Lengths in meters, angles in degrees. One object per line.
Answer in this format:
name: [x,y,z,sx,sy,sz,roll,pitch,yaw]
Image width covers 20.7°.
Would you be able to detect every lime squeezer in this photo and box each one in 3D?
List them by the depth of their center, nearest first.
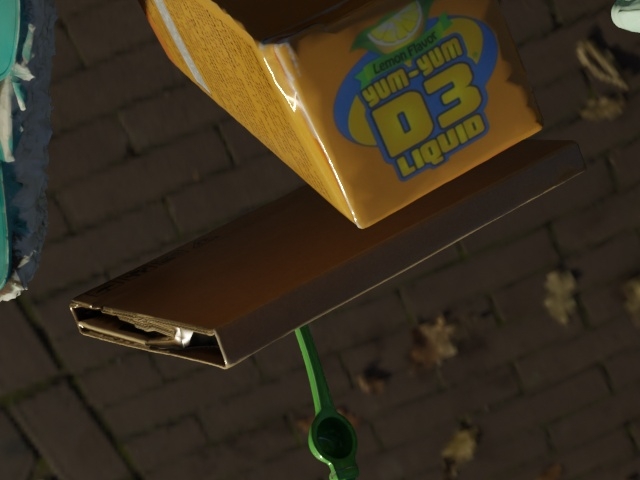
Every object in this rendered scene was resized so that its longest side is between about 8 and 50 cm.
lime squeezer: [0.002,0.224,1.805,0.058,0.110,0.310,-4,106,-21]

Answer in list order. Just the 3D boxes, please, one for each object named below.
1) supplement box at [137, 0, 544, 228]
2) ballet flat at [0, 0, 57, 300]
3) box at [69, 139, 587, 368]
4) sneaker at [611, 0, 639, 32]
supplement box: [-0.010,-0.084,0.638,0.078,0.233,0.080,-29,115,-8]
ballet flat: [-0.308,-0.143,1.643,0.147,0.147,0.409,1,108,-12]
box: [0.000,0.000,0.821,0.201,0.164,0.021,-27,105,-26]
sneaker: [0.283,-0.152,1.310,0.094,0.256,0.151,38,143,-25]
